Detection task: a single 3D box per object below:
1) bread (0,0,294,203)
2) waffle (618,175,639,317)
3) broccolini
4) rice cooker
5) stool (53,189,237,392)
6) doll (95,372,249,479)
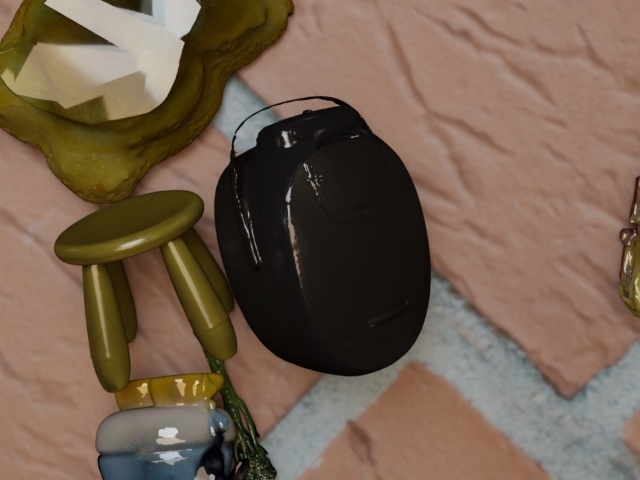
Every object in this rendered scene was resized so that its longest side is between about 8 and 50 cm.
[{"bbox_3d":[-0.141,-0.149,0.747,0.161,0.088,0.233,39,89,0],"label":"bread"},{"bbox_3d":[0.345,-0.060,0.775,0.309,0.065,0.283,-35,94,-4],"label":"waffle"},{"bbox_3d":[-0.069,0.130,0.782,0.030,0.035,0.140,-20,91,-5],"label":"broccolini"},{"bbox_3d":[0.000,-0.001,0.726,0.142,0.118,0.203,-17,93,-37],"label":"rice cooker"},{"bbox_3d":[-0.125,0.032,0.732,0.135,0.134,0.110,-37,117,-42],"label":"stool"},{"bbox_3d":[-0.098,0.256,0.731,0.177,0.141,0.314,-11,80,42],"label":"doll"}]
